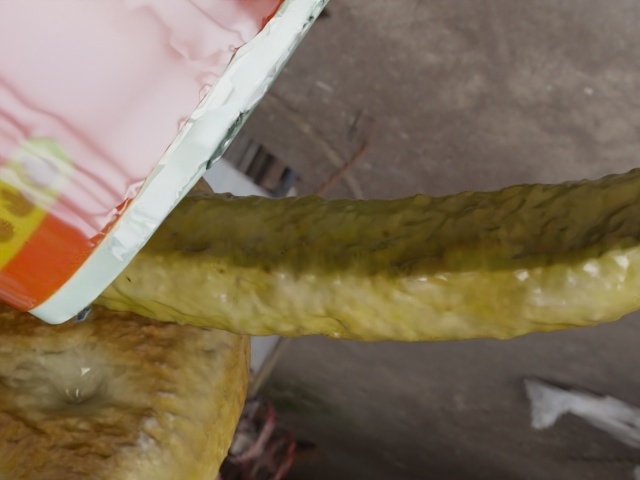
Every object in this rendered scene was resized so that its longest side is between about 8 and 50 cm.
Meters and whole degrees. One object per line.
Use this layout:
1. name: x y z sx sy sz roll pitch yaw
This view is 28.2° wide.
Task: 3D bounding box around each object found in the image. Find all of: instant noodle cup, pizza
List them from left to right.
1. instant noodle cup: -0.154 -0.142 0.382 0.307 0.294 0.294 36 160 -17
2. pizza: -0.127 0.035 0.631 0.182 0.365 0.074 -10 132 -7

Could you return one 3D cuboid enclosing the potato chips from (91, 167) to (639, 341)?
1. potato chips: 0.000 0.000 0.539 0.406 0.057 0.080 2 127 22
